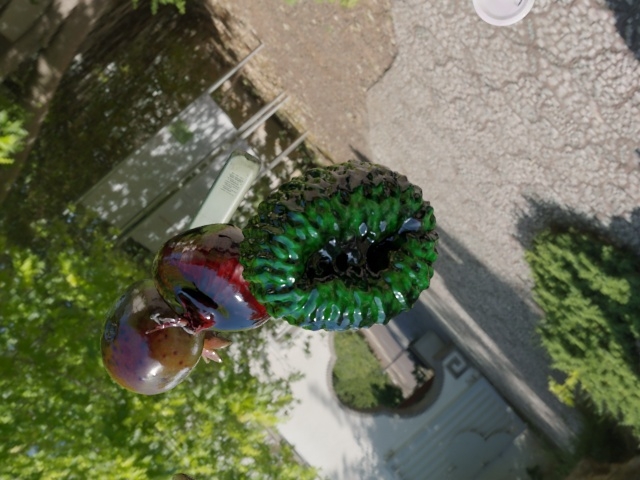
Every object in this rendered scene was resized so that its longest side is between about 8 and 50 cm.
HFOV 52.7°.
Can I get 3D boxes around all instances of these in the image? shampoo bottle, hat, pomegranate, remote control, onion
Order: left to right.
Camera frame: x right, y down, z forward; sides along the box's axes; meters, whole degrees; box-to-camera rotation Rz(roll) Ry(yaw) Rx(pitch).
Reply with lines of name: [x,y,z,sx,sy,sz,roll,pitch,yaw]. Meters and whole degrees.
pomegranate: [-0.408,0.237,1.674,0.291,0.291,0.323,48,-152,17]
onion: [-0.216,0.102,1.281,0.273,0.285,0.273,17,146,12]
remote control: [-0.260,-0.094,1.680,0.090,0.309,0.038,29,-161,-13]
hat: [0.000,0.000,0.977,0.332,0.274,0.242,-170,80,-70]
shampoo bottle: [0.305,-0.428,1.027,0.092,0.092,0.303,49,-143,-14]

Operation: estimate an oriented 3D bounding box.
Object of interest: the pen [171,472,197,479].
pen: [-0.133,0.325,0.778,0.233,0.040,0.032,-3,106,55]
